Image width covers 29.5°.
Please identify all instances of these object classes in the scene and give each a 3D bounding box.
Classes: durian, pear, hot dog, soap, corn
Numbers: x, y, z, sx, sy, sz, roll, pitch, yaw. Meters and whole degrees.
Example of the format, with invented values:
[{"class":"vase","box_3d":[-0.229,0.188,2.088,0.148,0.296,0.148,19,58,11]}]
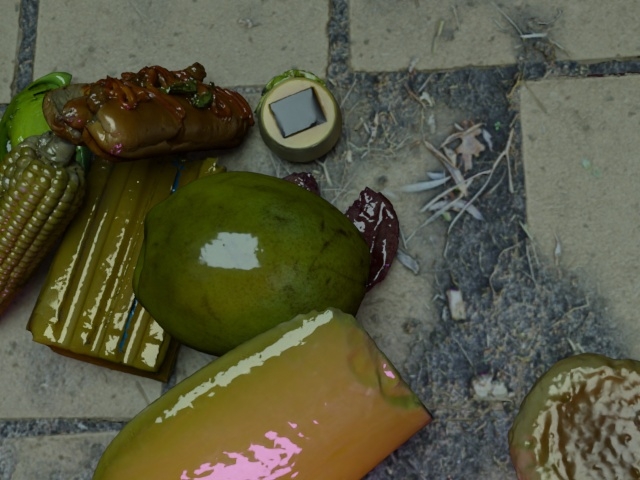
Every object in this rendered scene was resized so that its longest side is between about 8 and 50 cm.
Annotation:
[{"class":"durian","box_3d":[-0.415,-0.136,1.819,0.139,0.101,0.250,-4,69,-29]},{"class":"pear","box_3d":[-0.087,0.040,1.582,0.307,0.253,0.253,16,73,-10]},{"class":"hot dog","box_3d":[-0.226,-0.186,1.687,0.158,0.348,0.117,23,109,27]},{"class":"soap","box_3d":[-0.266,0.023,1.743,0.204,0.096,0.325,15,74,12]},{"class":"soap","box_3d":[-0.086,0.269,1.547,0.427,0.306,0.115,-35,40,1]},{"class":"corn","box_3d":[-0.434,-0.012,1.708,0.130,0.130,0.347,44,114,18]}]

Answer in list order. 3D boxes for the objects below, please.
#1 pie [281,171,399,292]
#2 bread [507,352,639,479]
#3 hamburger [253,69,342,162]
[{"class":"pie","box_3d":[0.000,0.000,1.740,0.218,0.054,0.204,28,77,13]},{"class":"bread","box_3d":[0.362,0.265,1.561,0.244,0.134,0.245,-1,73,4]},{"class":"hamburger","box_3d":[-0.034,-0.184,1.790,0.126,0.081,0.141,-39,83,-4]}]
